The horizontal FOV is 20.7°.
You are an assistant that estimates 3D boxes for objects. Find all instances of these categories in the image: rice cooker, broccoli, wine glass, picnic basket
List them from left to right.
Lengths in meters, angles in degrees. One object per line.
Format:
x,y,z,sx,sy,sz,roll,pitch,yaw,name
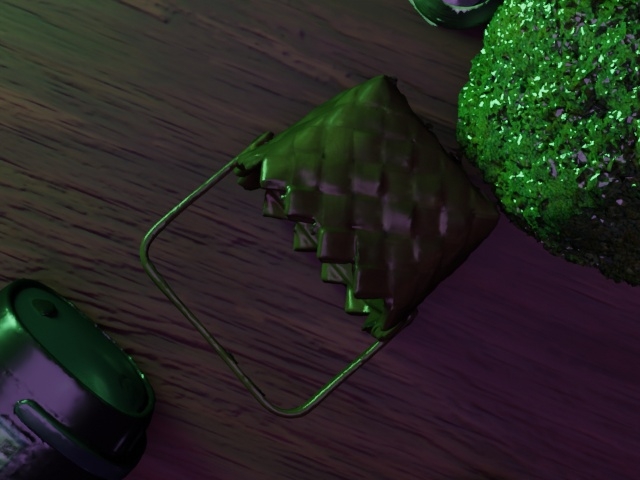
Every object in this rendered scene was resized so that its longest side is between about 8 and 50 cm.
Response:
-0.322,0.192,1.904,0.267,0.267,0.224,43,98,-1,rice cooker
0.000,0.000,1.840,0.321,0.291,0.254,-42,93,-6,picnic basket
0.147,-0.278,1.847,0.111,0.204,0.111,0,91,2,wine glass
0.314,-0.112,1.768,0.413,0.310,0.321,-32,65,47,broccoli
